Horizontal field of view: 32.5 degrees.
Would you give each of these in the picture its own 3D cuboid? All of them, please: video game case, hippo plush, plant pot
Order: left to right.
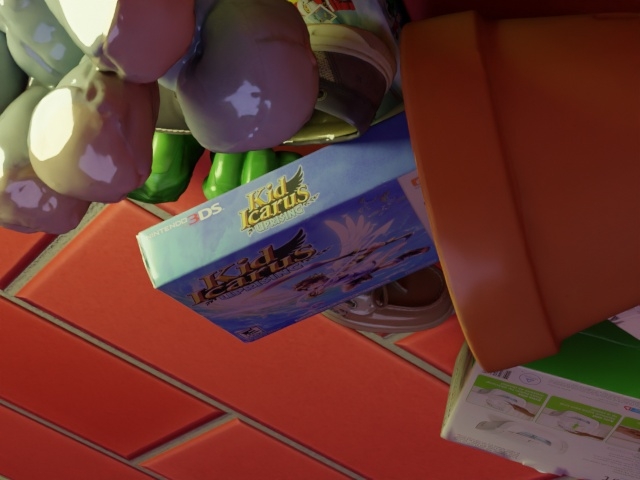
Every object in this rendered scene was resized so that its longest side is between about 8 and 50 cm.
[{"bbox_3d":[-0.139,-0.130,0.798,0.236,0.294,0.234,3,127,-49],"label":"hippo plush"},{"bbox_3d":[0.000,0.000,1.039,0.269,0.061,0.244,-24,157,8],"label":"video game case"},{"bbox_3d":[0.198,-0.056,0.868,0.203,0.291,0.291,-13,139,15],"label":"plant pot"}]

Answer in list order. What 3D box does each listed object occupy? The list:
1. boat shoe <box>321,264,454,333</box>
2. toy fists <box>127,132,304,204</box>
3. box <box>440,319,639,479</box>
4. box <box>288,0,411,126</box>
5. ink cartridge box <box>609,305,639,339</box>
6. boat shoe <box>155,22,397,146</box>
[{"bbox_3d":[0.012,0.023,1.201,0.285,0.105,0.089,15,150,5],"label":"boat shoe"},{"bbox_3d":[-0.118,-0.072,1.105,0.279,0.096,0.142,16,178,2],"label":"toy fists"},{"bbox_3d":[0.293,0.171,1.270,0.261,0.127,0.231,14,147,4],"label":"box"},{"bbox_3d":[-0.005,-0.185,0.957,0.159,0.044,0.233,0,143,26],"label":"box"},{"bbox_3d":[0.351,0.028,1.067,0.217,0.092,0.158,30,145,-22],"label":"ink cartridge box"},{"bbox_3d":[-0.075,-0.124,0.953,0.285,0.092,0.103,1,144,26],"label":"boat shoe"}]
